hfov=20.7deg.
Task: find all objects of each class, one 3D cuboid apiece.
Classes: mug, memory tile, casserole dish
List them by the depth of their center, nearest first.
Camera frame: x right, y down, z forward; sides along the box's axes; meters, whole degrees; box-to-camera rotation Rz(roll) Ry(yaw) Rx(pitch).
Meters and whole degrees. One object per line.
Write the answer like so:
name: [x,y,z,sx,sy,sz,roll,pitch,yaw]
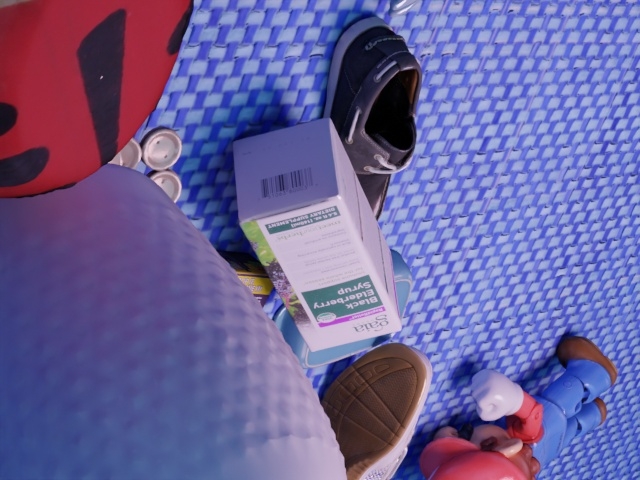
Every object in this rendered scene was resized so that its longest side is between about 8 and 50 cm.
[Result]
mug: [-0.139,0.180,1.335,0.276,0.328,0.374,-27,145,-24]
memory tile: [-0.166,-0.020,1.444,0.113,0.012,0.148,-12,119,-27]
casserole dish: [0.029,0.075,1.791,0.188,0.037,0.114,-15,131,-41]

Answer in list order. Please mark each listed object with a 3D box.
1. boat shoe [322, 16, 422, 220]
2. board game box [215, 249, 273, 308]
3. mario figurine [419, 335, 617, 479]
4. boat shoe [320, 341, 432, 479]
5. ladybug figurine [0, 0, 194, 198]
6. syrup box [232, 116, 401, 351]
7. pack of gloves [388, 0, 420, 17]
boat shoe: [0.047,-0.090,1.623,0.084,0.079,0.233,-26,141,-33]
board game box: [-0.134,0.076,1.586,0.170,0.048,0.141,7,113,-52]
mario figurine: [0.220,0.225,2.122,0.320,0.170,0.198,-32,107,-44]
boat shoe: [0.050,0.210,1.894,0.096,0.098,0.277,-14,143,-50]
ladybug figurine: [-0.190,-0.158,1.103,0.305,0.162,0.449,-45,167,-16]
syrup box: [0.000,0.000,1.603,0.093,0.096,0.237,-14,144,9]
pack of gloves: [0.144,-0.296,1.535,0.232,0.046,0.195,-42,178,-18]
